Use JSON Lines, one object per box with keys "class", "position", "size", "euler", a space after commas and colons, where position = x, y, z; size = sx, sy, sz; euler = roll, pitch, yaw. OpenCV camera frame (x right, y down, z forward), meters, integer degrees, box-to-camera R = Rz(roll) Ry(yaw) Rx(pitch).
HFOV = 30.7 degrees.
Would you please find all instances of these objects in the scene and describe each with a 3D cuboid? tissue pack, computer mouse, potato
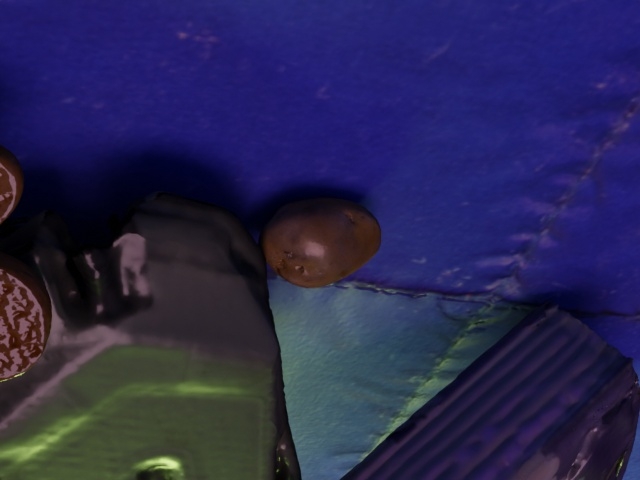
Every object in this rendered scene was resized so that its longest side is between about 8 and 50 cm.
{"class": "tissue pack", "position": [0.108, 0.237, 0.975], "size": [0.343, 0.125, 0.242], "euler": [-37, 149, -18]}
{"class": "computer mouse", "position": [-0.136, 0.126, 0.871], "size": [0.228, 0.145, 0.429], "euler": [-12, 133, -10]}
{"class": "potato", "position": [0.000, 0.000, 0.816], "size": [0.083, 0.062, 0.068], "euler": [-22, 164, -22]}

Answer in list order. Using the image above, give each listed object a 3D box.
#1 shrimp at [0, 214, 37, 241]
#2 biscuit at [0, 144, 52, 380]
{"class": "shrimp", "position": [-0.279, 0.004, 0.727], "size": [0.232, 0.079, 0.090], "euler": [-11, 148, -10]}
{"class": "biscuit", "position": [-0.248, -0.017, 0.664], "size": [0.165, 0.036, 0.250], "euler": [-32, 114, 13]}
